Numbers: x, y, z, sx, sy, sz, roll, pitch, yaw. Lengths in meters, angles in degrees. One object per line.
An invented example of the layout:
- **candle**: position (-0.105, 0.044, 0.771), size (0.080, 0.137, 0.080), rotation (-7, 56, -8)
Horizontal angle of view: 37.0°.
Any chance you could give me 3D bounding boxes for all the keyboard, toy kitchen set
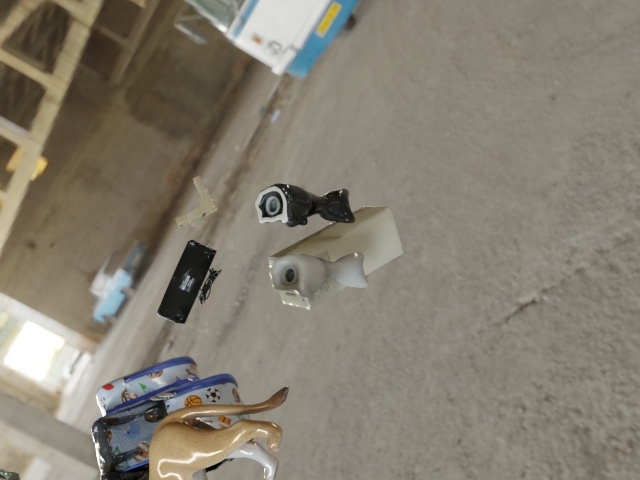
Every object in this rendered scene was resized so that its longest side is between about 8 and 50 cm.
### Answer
- **keyboard**: position (-0.293, 0.102, 2.194), size (0.192, 0.100, 0.038), rotation (-65, -8, 2)
- **toy kitchen set**: position (-0.258, -0.073, 1.920), size (0.083, 0.075, 0.068), rotation (-27, -8, -4)

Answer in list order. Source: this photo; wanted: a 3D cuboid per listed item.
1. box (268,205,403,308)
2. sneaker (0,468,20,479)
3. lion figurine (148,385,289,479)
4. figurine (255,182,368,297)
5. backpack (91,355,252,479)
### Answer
- **box**: position (0.036, 0.030, 1.963), size (0.275, 0.113, 0.094), rotation (-27, 19, -34)
- **sneaker**: position (-0.519, 0.354, 1.405), size (0.076, 0.166, 0.065), rotation (-94, 19, -82)
- **lion figurine**: position (-0.197, 0.365, 1.332), size (0.142, 0.240, 0.392), rotation (54, -129, -85)
- **figurine**: position (0.000, 0.000, 1.796), size (0.092, 0.209, 0.215), rotation (-22, 77, 44)
- **backpack**: position (-0.251, 0.319, 1.628), size (0.276, 0.263, 0.213), rotation (119, 138, -70)
